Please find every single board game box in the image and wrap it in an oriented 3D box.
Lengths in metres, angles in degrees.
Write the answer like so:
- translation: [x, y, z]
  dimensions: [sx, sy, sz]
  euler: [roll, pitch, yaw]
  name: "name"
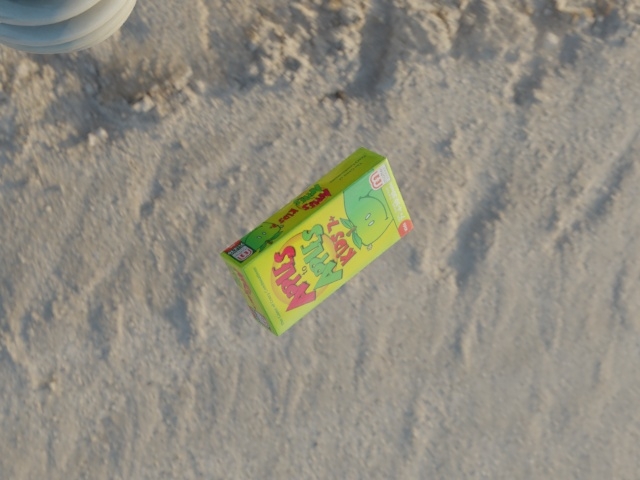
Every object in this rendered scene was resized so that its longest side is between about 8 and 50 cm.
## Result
- translation: [0.000, 0.000, 1.112]
  dimensions: [0.181, 0.043, 0.092]
  euler: [-38, 128, -18]
  name: "board game box"

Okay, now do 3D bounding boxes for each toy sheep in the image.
- translation: [-0.109, -0.116, 0.434]
  dimensions: [0.091, 0.132, 0.091]
  euler: [0, 83, 2]
  name: "toy sheep"
